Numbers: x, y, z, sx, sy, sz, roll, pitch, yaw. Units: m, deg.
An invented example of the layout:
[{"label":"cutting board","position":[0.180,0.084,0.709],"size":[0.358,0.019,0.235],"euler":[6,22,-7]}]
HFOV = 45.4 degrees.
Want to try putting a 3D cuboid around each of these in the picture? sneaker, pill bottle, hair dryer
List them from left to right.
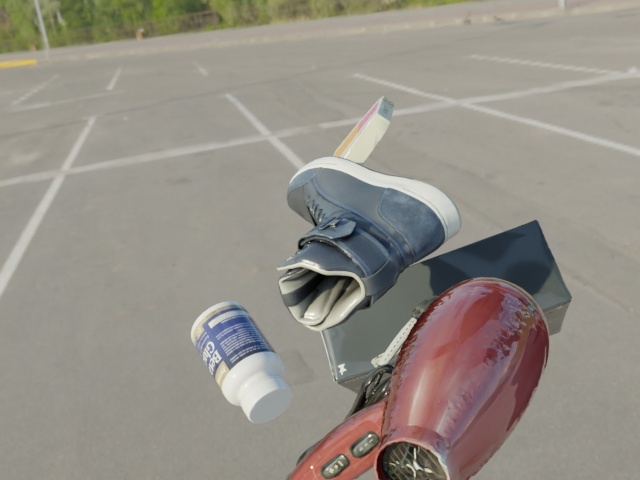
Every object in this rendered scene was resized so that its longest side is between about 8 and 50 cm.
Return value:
[{"label":"pill bottle","position":[-0.109,0.173,1.083],"size":[0.094,0.094,0.169],"euler":[-18,46,-26]},{"label":"sneaker","position":[0.000,-0.001,0.739],"size":[0.163,0.086,0.226],"euler":[-41,31,-24]},{"label":"hair dryer","position":[0.054,0.118,0.476],"size":[0.224,0.080,0.293],"euler":[-50,-6,-11]}]

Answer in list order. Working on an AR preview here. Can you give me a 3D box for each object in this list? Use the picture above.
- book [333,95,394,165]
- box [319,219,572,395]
[{"label":"book","position":[0.049,-0.117,0.890],"size":[0.035,0.096,0.144],"euler":[34,20,-4]},{"label":"box","position":[0.142,0.089,0.885],"size":[0.261,0.103,0.184],"euler":[-20,-18,6]}]
